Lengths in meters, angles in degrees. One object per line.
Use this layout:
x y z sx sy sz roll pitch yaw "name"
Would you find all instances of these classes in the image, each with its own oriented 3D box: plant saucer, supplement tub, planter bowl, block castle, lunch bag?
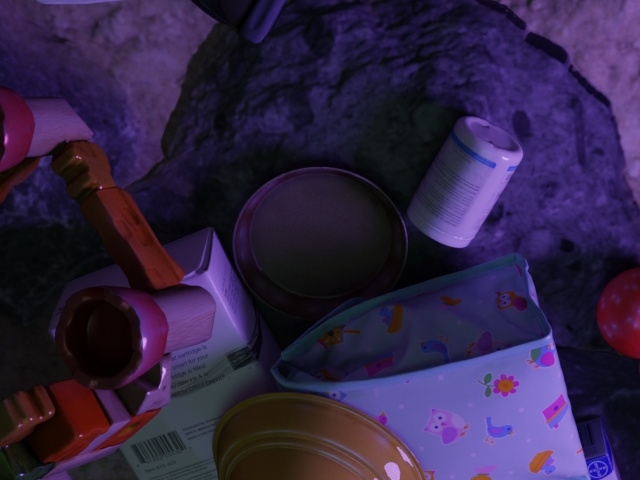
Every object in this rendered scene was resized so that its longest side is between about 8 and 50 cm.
0.000 0.000 1.455 0.168 0.029 0.168 1 118 2 "plant saucer"
0.134 -0.055 1.400 0.071 0.071 0.107 25 115 -11 "supplement tub"
-0.014 0.250 1.402 0.217 0.090 0.217 12 132 13 "planter bowl"
-0.343 0.101 1.339 0.453 0.213 0.303 -39 78 23 "block castle"
0.103 0.160 1.449 0.262 0.160 0.223 -18 127 5 "lunch bag"

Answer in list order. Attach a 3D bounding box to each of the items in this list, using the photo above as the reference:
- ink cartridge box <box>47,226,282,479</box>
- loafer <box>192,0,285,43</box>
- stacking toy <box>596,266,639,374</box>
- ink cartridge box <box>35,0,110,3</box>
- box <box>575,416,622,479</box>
-0.133 0.127 1.484 0.172 0.100 0.237 -21 115 12 "ink cartridge box"
-0.026 -0.307 1.257 0.095 0.109 0.302 26 118 -7 "loafer"
0.390 0.156 1.482 0.141 0.141 0.330 -39 103 19 "stacking toy"
-0.192 -0.318 1.222 0.092 0.158 0.218 0 118 1 "ink cartridge box"
0.252 0.270 1.565 0.126 0.072 0.137 -17 116 11 "box"
